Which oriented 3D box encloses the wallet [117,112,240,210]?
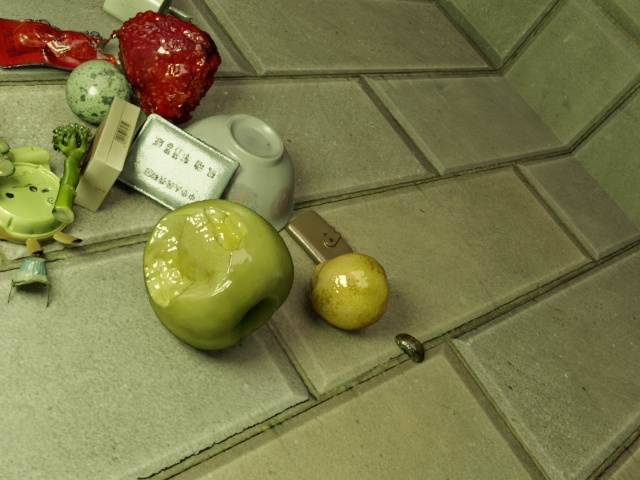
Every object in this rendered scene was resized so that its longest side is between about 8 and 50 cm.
[{"bbox_3d":[-0.301,-0.147,1.468,0.222,0.167,0.036,31,-5,0],"label":"wallet"}]

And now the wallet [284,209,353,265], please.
[{"bbox_3d":[0.000,0.000,1.656,0.152,0.039,0.118,45,42,9],"label":"wallet"}]

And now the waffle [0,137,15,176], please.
[{"bbox_3d":[-0.690,-0.145,1.188,0.291,0.056,0.309,-28,67,-26],"label":"waffle"}]

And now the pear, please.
[{"bbox_3d":[0.058,0.107,1.515,0.177,0.178,0.178,21,42,-21],"label":"pear"}]

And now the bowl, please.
[{"bbox_3d":[-0.180,-0.183,1.598,0.345,0.157,0.346,20,43,-20],"label":"bowl"}]

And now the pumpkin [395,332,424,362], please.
[{"bbox_3d":[0.207,0.238,1.597,0.083,0.028,0.050,37,41,3],"label":"pumpkin"}]

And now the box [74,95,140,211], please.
[{"bbox_3d":[-0.429,-0.174,1.409,0.058,0.141,0.201,25,43,-24],"label":"box"}]

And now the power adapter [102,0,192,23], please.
[{"bbox_3d":[-0.435,-0.608,1.828,0.204,0.125,0.130,29,40,-11],"label":"power adapter"}]

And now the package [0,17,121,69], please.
[{"bbox_3d":[-0.597,-0.444,1.596,0.269,0.071,0.194,2,37,-32],"label":"package"}]

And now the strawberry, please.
[{"bbox_3d":[-0.335,-0.400,1.603,0.220,0.274,0.274,-17,54,3],"label":"strawberry"}]

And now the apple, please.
[{"bbox_3d":[-0.185,0.057,1.290,0.279,0.279,0.279,21,42,-21],"label":"apple"}]

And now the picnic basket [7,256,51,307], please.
[{"bbox_3d":[-0.492,0.071,1.196,0.065,0.083,0.083,7,93,-34],"label":"picnic basket"}]

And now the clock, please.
[{"bbox_3d":[-0.530,-0.064,1.279,0.170,0.069,0.232,-22,68,-47],"label":"clock"}]

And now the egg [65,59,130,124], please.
[{"bbox_3d":[-0.478,-0.323,1.520,0.132,0.132,0.172,21,31,-21],"label":"egg"}]

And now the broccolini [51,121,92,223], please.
[{"bbox_3d":[-0.463,-0.121,1.295,0.078,0.074,0.392,-21,34,-1],"label":"broccolini"}]
